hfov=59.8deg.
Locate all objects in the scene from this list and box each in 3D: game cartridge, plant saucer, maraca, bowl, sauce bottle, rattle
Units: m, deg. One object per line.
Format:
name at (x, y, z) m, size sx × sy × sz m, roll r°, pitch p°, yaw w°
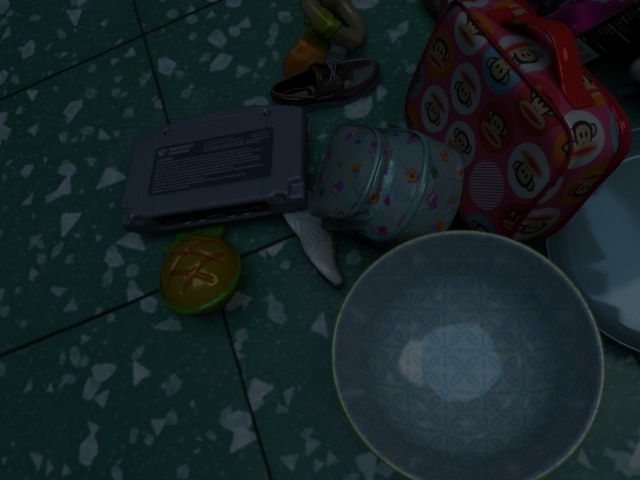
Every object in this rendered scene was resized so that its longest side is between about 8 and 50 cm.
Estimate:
game cartridge at (-0.162, -0.119, 0.875) m, size 0.295 × 0.060 × 0.195 m, roll -7°, pitch 62°, yaw 13°
plant saucer at (0.457, -0.001, 0.713) m, size 0.318 × 0.043 × 0.317 m, roll -5°, pitch 72°, yaw 15°
maraca at (-0.181, 0.037, 0.825) m, size 0.127 × 0.099 × 0.185 m, roll -21°, pitch 43°, yaw -4°
bowl at (0.168, 0.145, 0.674) m, size 0.290 × 0.156 × 0.289 m, roll -4°, pitch 71°, yaw 11°
sauce bottle at (0.188, -0.406, 0.921) m, size 0.042 × 0.042 × 0.128 m, roll -14°, pitch 71°, yaw 8°
rattle at (0.001, -0.375, 0.958) m, size 0.130 × 0.142 × 0.199 m, roll 4°, pitch 52°, yaw -19°

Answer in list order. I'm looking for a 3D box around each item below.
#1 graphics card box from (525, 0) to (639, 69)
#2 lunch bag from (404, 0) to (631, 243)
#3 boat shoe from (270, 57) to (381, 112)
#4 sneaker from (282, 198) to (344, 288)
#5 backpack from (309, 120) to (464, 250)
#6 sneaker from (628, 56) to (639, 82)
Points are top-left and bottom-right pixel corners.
graphics card box at (0.384, -0.370, 0.728) m, size 0.371 × 0.094 × 0.232 m, roll -23°, pitch 62°, yaw 48°
lunch bag at (0.230, -0.162, 0.697) m, size 0.120 × 0.258 × 0.293 m, roll -13°, pitch 60°, yaw -19°
boat shoe at (0.008, -0.251, 0.891) m, size 0.183 × 0.066 × 0.066 m, roll -20°, pitch 76°, yaw 7°
sneaker at (0.000, 0.000, 0.818) m, size 0.061 × 0.053 × 0.152 m, roll -30°, pitch 67°, yaw -2°
backpack at (0.085, -0.071, 0.733) m, size 0.188 × 0.145 × 0.165 m, roll 16°, pitch 86°, yaw 49°
sneaker at (0.520, -0.335, 0.709) m, size 0.146 × 0.122 × 0.330 m, roll 33°, pitch 95°, yaw 34°
